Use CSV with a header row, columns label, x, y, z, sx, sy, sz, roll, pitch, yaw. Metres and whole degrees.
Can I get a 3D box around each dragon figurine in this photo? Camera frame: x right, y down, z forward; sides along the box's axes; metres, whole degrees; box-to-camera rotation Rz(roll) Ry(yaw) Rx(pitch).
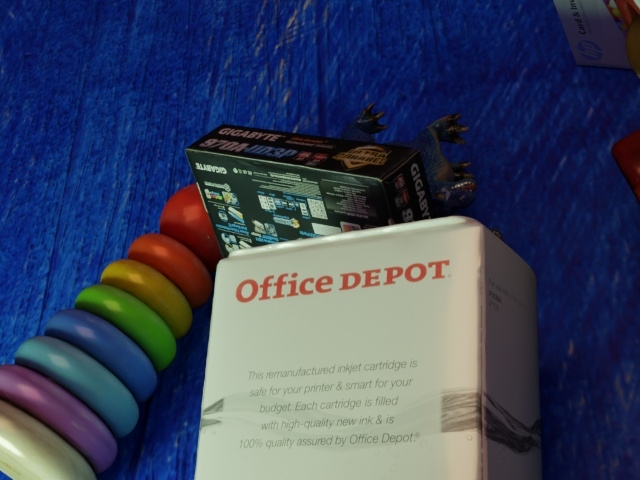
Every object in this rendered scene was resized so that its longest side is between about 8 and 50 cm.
label,x,y,z,sx,sy,sz,roll,pitch,yaw
dragon figurine,0.039,-0.054,0.880,0.289,0.085,0.144,12,34,33

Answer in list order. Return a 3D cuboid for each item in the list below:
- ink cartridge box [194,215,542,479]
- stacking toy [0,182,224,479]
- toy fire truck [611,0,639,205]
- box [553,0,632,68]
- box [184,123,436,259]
label,x,y,z,sx,sy,sz,roll,pitch,yaw
ink cartridge box,0.033,0.145,0.649,0.207,0.117,0.283,-9,66,29
stacking toy,-0.179,0.072,0.924,0.141,0.141,0.330,9,53,40
toy fire truck,0.257,-0.115,0.655,0.169,0.254,0.302,-29,11,15
box,0.285,-0.205,0.842,0.186,0.145,0.038,17,62,43
box,0.000,0.000,0.822,0.220,0.175,0.051,11,40,42
